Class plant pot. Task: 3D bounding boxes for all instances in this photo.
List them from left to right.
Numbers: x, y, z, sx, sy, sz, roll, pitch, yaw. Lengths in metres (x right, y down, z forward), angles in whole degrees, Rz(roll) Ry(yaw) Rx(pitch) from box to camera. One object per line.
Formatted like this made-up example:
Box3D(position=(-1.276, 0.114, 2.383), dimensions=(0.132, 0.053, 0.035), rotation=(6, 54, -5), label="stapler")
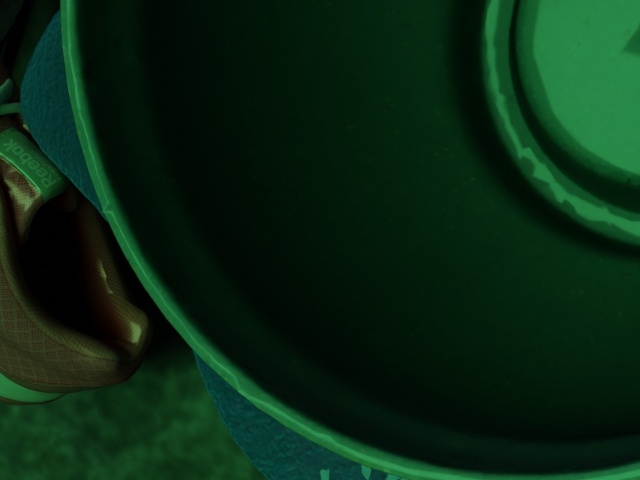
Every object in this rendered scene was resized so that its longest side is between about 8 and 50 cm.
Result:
Box3D(position=(0.092, -0.078, 0.458), dimensions=(0.293, 0.196, 0.293), rotation=(0, 89, 30), label="plant pot")

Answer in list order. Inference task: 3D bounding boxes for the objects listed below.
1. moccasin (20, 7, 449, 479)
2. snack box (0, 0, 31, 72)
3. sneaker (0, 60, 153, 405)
Box3D(position=(0.000, 0.000, 0.623), dimensions=(0.138, 0.117, 0.342), rotation=(-48, 60, 20), label="moccasin")
Box3D(position=(-0.191, -0.151, 0.795), dimensions=(0.022, 0.064, 0.178), rotation=(40, 119, 32), label="snack box")
Box3D(position=(-0.175, -0.054, 0.709), dimensions=(0.136, 0.116, 0.314), rotation=(-3, 122, 50), label="sneaker")
